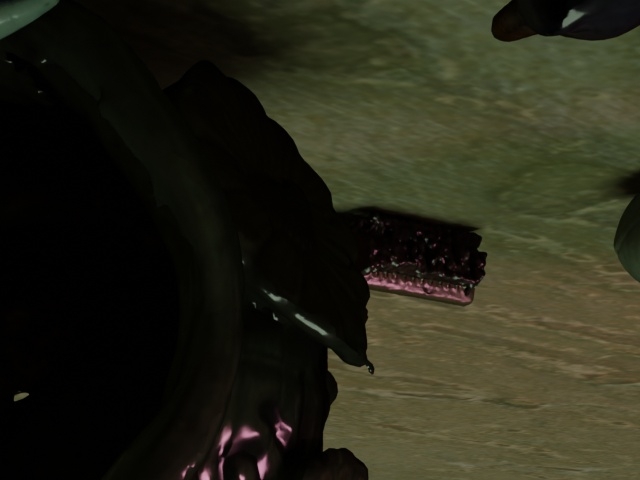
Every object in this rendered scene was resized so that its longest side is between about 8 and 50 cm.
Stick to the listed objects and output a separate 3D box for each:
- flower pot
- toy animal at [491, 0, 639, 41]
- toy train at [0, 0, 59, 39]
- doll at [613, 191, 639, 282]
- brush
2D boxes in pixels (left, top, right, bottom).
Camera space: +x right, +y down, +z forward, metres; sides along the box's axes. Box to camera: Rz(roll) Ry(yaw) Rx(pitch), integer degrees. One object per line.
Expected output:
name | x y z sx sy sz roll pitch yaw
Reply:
flower pot | -0.123 0.053 0.757 0.302 0.302 0.213 -6 164 8
toy animal | 0.200 -0.090 0.595 0.298 0.122 0.185 -4 165 -2
toy train | -0.215 -0.081 0.673 0.252 0.055 0.048 -6 156 8
doll | 0.302 0.028 1.059 0.228 0.154 0.258 -22 164 40
brush | 0.000 0.000 1.052 0.248 0.043 0.036 11 153 -41
